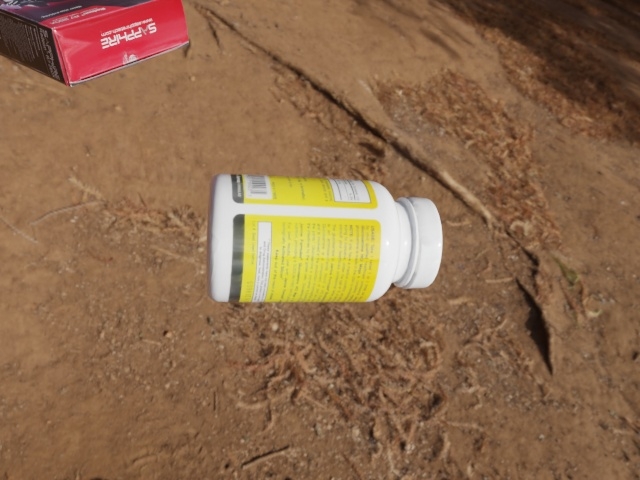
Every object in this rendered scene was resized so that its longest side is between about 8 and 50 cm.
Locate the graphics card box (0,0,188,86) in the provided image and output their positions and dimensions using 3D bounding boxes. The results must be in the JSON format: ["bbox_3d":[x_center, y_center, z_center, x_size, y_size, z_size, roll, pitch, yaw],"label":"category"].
[{"bbox_3d":[-0.431,-0.375,0.954,0.371,0.094,0.233,26,45,29],"label":"graphics card box"}]

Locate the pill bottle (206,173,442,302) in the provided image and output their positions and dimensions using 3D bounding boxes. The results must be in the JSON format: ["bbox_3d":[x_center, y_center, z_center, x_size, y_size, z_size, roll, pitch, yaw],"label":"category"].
[{"bbox_3d":[0.000,0.000,0.867,0.334,0.188,0.188,2,35,-12],"label":"pill bottle"}]
